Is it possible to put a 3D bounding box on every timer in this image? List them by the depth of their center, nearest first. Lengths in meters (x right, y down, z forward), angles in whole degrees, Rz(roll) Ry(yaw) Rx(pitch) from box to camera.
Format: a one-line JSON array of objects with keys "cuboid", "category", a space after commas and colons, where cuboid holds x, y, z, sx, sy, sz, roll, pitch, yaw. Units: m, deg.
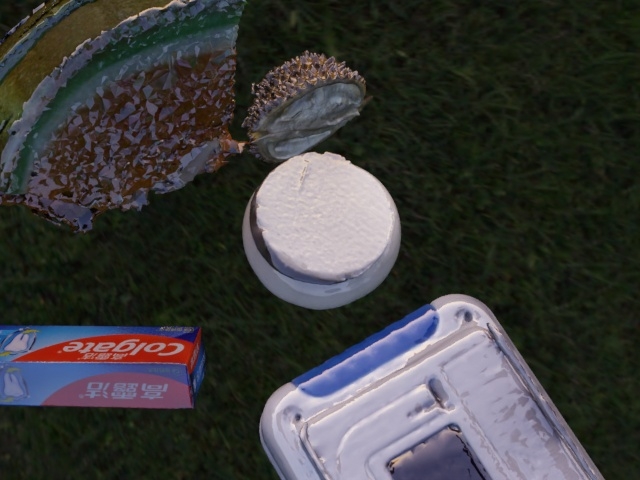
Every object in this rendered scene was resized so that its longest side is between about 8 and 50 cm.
[{"cuboid": [0.090, 0.170, 0.761, 0.178, 0.078, 0.253, -29, 73, -14], "category": "timer"}]

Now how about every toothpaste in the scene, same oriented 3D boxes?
[{"cuboid": [-0.289, 0.138, 1.321, 0.321, 0.076, 0.066, -1, 119, 8], "category": "toothpaste"}]

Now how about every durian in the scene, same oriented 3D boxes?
[{"cuboid": [-0.017, -0.170, 1.434, 0.189, 0.091, 0.148, -9, 144, -32], "category": "durian"}]

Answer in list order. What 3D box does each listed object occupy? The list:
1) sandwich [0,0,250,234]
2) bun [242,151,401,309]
[{"cuboid": [-0.140, -0.079, 0.757, 0.235, 0.079, 0.159, -25, 125, -8], "category": "sandwich"}, {"cuboid": [0.000, 0.000, 1.313, 0.173, 0.120, 0.172, 3, 62, -5], "category": "bun"}]
